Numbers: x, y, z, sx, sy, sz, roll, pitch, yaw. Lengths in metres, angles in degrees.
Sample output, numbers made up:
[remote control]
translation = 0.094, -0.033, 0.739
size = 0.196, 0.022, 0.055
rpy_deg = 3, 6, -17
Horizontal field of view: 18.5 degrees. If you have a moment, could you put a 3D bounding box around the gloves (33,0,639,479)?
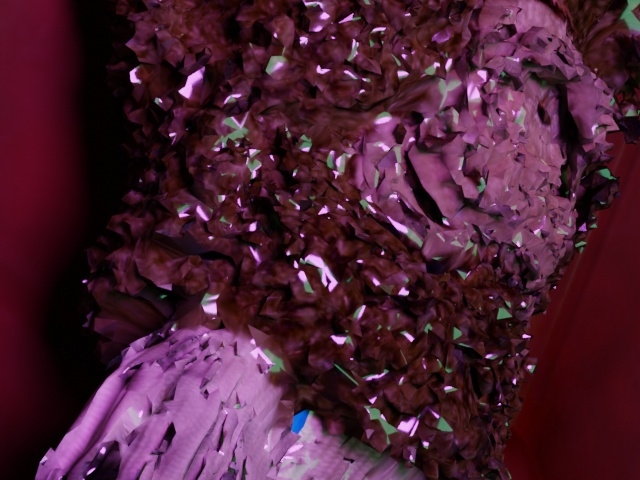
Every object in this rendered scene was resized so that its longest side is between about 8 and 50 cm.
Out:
[gloves]
translation = 0.004, -0.001, 0.597
size = 0.210, 0.135, 0.312
rpy_deg = 51, 58, -38
